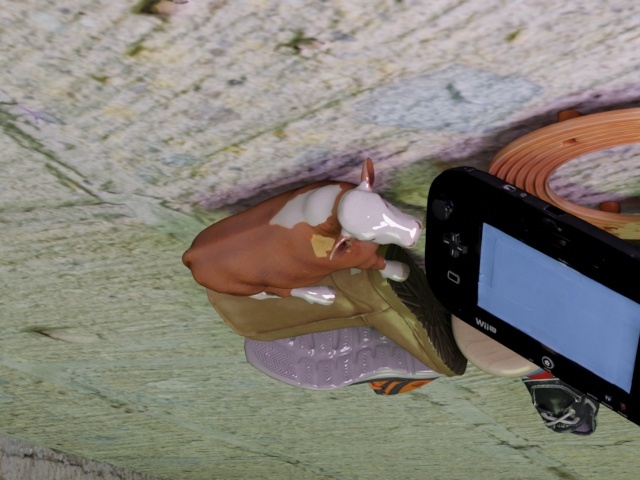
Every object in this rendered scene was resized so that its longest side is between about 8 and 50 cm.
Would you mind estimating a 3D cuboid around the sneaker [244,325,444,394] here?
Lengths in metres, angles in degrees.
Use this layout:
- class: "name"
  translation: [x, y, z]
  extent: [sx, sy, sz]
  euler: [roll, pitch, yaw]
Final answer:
- class: "sneaker"
  translation: [0.050, 0.176, 1.813]
  extent: [0.321, 0.125, 0.180]
  euler: [4, 161, -1]

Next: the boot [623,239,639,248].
- class: "boot"
  translation: [0.377, 0.074, 1.503]
  extent: [0.283, 0.109, 0.220]
  euler: [1, 168, -16]

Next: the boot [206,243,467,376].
- class: "boot"
  translation: [0.026, 0.097, 1.578]
  extent: [0.269, 0.089, 0.236]
  euler: [-12, 129, 35]

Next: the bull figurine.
- class: "bull figurine"
  translation: [0.000, 0.000, 1.305]
  extent: [0.310, 0.101, 0.188]
  euler: [-12, 159, 39]

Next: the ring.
- class: "ring"
  translation: [0.323, -0.064, 1.162]
  extent: [0.336, 0.032, 0.336]
  euler: [3, 163, 1]

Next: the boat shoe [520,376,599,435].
- class: "boat shoe"
  translation: [0.403, 0.267, 2.070]
  extent: [0.108, 0.102, 0.301]
  euler: [-4, 161, 22]

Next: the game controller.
- class: "game controller"
  translation: [0.219, 0.054, 1.122]
  extent: [0.067, 0.167, 0.319]
  euler: [-22, -140, -39]

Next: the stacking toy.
- class: "stacking toy"
  translation: [0.273, 0.122, 1.623]
  extent: [0.141, 0.141, 0.330]
  euler: [-3, 168, 19]
